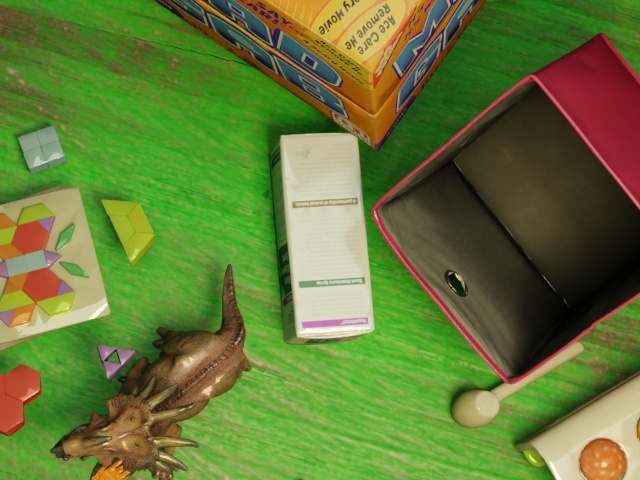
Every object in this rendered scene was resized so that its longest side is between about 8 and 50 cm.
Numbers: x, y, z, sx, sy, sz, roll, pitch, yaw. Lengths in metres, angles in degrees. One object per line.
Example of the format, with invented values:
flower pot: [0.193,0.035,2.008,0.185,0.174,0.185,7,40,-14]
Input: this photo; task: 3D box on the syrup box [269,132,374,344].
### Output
syrup box: [0.000,0.000,1.917,0.096,0.093,0.236,-3,82,-10]

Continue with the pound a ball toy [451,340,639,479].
pound a ball toy: [0.341,0.199,1.915,0.319,0.136,0.208,-28,86,-12]

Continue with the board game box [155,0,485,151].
board game box: [0.015,-0.370,1.760,0.357,0.356,0.356,35,84,8]

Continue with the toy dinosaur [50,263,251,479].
toy dinosaur: [-0.154,0.160,1.815,0.127,0.200,0.295,40,77,-1]

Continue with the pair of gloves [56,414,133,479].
pair of gloves: [-0.256,0.249,1.883,0.074,0.010,0.083,-34,87,-12]

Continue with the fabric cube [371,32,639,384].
fabric cube: [0.260,-0.041,1.830,0.259,0.258,0.254,-40,88,30]

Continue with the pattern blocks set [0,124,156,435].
pattern blocks set: [-0.326,0.030,1.853,0.285,0.026,0.324,-29,69,-13]
